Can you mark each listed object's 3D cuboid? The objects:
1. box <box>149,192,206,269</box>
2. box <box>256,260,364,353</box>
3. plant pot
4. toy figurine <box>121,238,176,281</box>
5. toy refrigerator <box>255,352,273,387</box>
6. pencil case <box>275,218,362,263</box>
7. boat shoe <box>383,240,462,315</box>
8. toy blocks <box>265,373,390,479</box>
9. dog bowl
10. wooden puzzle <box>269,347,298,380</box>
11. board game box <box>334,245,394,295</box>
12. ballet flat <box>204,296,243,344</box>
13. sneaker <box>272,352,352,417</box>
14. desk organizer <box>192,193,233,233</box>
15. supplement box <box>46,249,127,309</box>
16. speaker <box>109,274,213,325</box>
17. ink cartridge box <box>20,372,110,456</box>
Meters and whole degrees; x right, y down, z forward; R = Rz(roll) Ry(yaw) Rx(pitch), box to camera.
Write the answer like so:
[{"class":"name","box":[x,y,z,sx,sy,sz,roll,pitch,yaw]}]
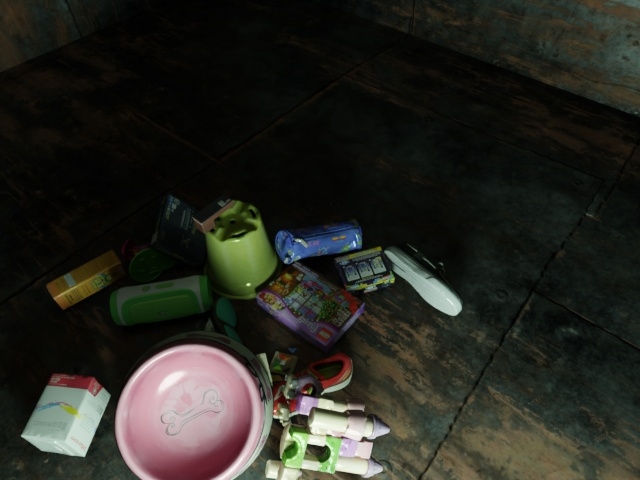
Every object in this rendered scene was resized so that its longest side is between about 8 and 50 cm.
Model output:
[{"class":"box","box":[-0.490,-0.035,1.702,0.059,0.183,0.232,-33,40,32]},{"class":"box","box":[-0.033,0.204,1.556,0.293,0.057,0.201,31,57,25]},{"class":"plant pot","box":[-0.272,0.014,1.597,0.276,0.253,0.276,0,49,0]},{"class":"toy figurine","box":[-0.618,0.046,1.685,0.173,0.130,0.159,-17,38,-41]},{"class":"toy refrigerator","box":[-0.272,0.407,1.351,0.270,0.102,0.094,-13,64,-10]},{"class":"pencil case","box":[0.000,0.000,1.641,0.306,0.133,0.119,-9,80,-26]},{"class":"boat shoe","box":[0.355,0.104,1.591,0.119,0.121,0.335,-33,54,-18]},{"class":"toy blocks","box":[0.038,0.513,1.176,0.260,0.309,0.288,15,85,-16]},{"class":"dog bowl","box":[-0.319,0.428,1.204,0.408,0.150,0.407,1,77,-6]},{"class":"wooden puzzle","box":[-0.112,0.370,1.446,0.079,0.014,0.116,8,50,8]},{"class":"board game box","box":[0.146,0.105,1.633,0.170,0.048,0.141,-15,52,-6]},{"class":"ballet flat","box":[-0.303,0.276,1.463,0.096,0.095,0.280,-43,30,5]},{"class":"sneaker","box":[-0.036,0.393,1.357,0.279,0.118,0.107,-25,53,-19]},{"class":"desk organizer","box":[-0.326,-0.082,1.480,0.047,0.050,0.130,33,58,26]},{"class":"supplement box","box":[-0.783,0.131,1.625,0.233,0.078,0.080,-34,57,-24]},{"class":"speaker","box":[-0.499,0.190,1.530,0.297,0.131,0.131,-9,50,-6]},{"class":"ink cartridge box","box":[-0.680,0.470,1.299,0.128,0.128,0.176,4,49,5]}]
